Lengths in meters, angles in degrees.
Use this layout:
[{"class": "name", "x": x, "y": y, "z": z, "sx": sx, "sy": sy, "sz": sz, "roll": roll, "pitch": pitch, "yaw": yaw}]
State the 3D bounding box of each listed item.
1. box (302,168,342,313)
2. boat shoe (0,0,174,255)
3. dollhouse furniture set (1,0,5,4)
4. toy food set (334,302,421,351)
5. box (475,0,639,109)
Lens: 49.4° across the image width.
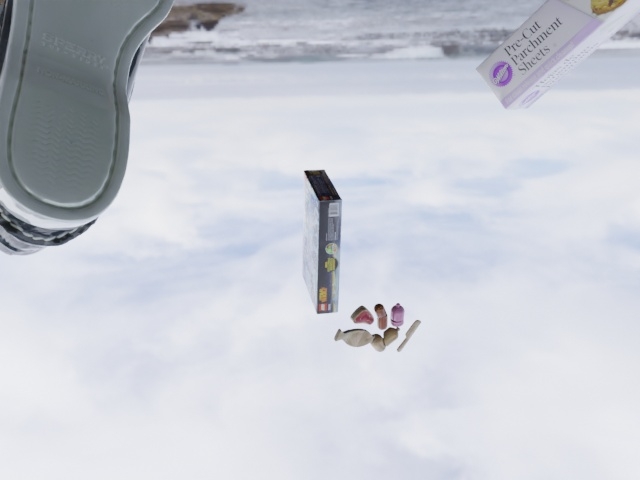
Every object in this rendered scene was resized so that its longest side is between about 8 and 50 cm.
[{"class": "box", "x": 0.000, "y": 0.000, "z": 0.777, "sx": 0.027, "sy": 0.137, "sz": 0.094, "roll": -4, "pitch": -154, "yaw": -10}, {"class": "boat shoe", "x": -0.179, "y": -0.134, "z": 0.489, "sx": 0.114, "sy": 0.302, "sz": 0.091, "roll": 27, "pitch": 145, "yaw": -31}, {"class": "dollhouse furniture set", "x": -0.473, "y": -0.348, "z": 0.909, "sx": 0.161, "sy": 0.242, "sz": 0.212, "roll": -45, "pitch": -169, "yaw": -8}, {"class": "toy food set", "x": 0.078, "y": 0.113, "z": 0.944, "sx": 0.122, "sy": 0.078, "sz": 0.019, "roll": 21, "pitch": -162, "yaw": -38}, {"class": "box", "x": 0.306, "y": -0.264, "z": 0.723, "sx": 0.063, "sy": 0.067, "sz": 0.324, "roll": -15, "pitch": 159, "yaw": -49}]
